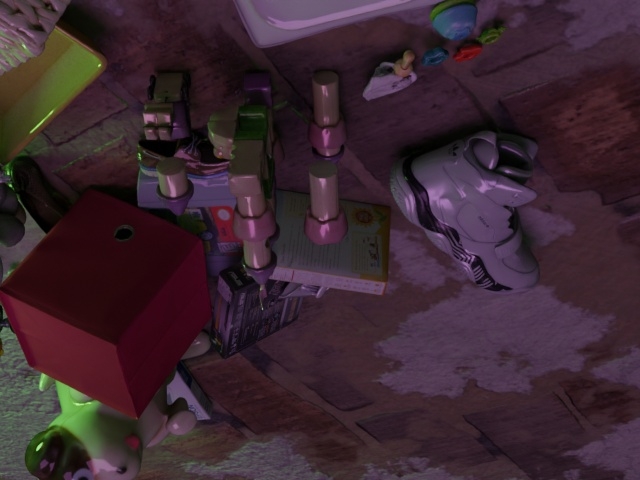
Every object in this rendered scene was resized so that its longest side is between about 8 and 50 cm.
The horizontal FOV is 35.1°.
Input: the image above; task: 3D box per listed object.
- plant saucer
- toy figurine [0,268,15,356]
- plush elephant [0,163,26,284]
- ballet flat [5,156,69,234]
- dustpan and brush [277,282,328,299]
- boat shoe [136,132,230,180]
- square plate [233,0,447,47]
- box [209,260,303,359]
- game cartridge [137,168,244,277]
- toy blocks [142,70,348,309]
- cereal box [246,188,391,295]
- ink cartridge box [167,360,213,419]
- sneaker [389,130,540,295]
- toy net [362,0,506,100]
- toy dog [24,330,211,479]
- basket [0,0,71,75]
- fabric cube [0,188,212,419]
[{"bbox_3d":[-0.536,-0.298,1.535,0.333,0.081,0.333,34,133,-29],"label":"plant saucer"},{"bbox_3d":[-0.680,0.144,1.993,0.213,0.148,0.209,-30,149,33],"label":"toy figurine"},{"bbox_3d":[-0.625,-0.023,1.626,0.272,0.255,0.330,41,163,-23],"label":"plush elephant"},{"bbox_3d":[-0.501,-0.051,1.845,0.084,0.058,0.250,-6,139,15],"label":"ballet flat"},{"bbox_3d":[0.028,0.043,1.879,0.211,0.060,0.147,-55,159,14],"label":"dustpan and brush"},{"bbox_3d":[-0.222,-0.143,1.696,0.183,0.066,0.066,-2,139,9],"label":"boat shoe"},{"bbox_3d":[0.003,-0.413,1.357,0.344,0.049,0.347,-11,138,18],"label":"square plate"},{"bbox_3d":[-0.113,0.107,1.912,0.183,0.056,0.231,-27,152,-29],"label":"box"},{"bbox_3d":[-0.221,-0.032,1.843,0.196,0.060,0.294,0,140,12],"label":"game cartridge"},{"bbox_3d":[-0.110,-0.084,1.578,0.309,0.288,0.260,-1,135,2],"label":"toy blocks"},{"bbox_3d":[0.000,0.000,1.760,0.240,0.173,0.047,9,141,-3],"label":"cereal box"},{"bbox_3d":[-0.390,0.350,2.328,0.224,0.045,0.223,-8,139,16],"label":"ink cartridge box"},{"bbox_3d":[0.303,-0.045,1.695,0.210,0.137,0.366,-27,127,37],"label":"sneaker"},{"bbox_3d":[0.156,-0.279,1.510,0.122,0.045,0.232,-1,159,-47],"label":"toy net"},{"bbox_3d":[-0.440,0.321,2.014,0.395,0.408,0.284,-9,138,16],"label":"toy dog"},{"bbox_3d":[-0.448,-0.386,1.194,0.331,0.266,0.328,34,159,-28],"label":"basket"},{"bbox_3d":[-0.374,0.112,1.810,0.254,0.258,0.259,24,145,17],"label":"fabric cube"}]
